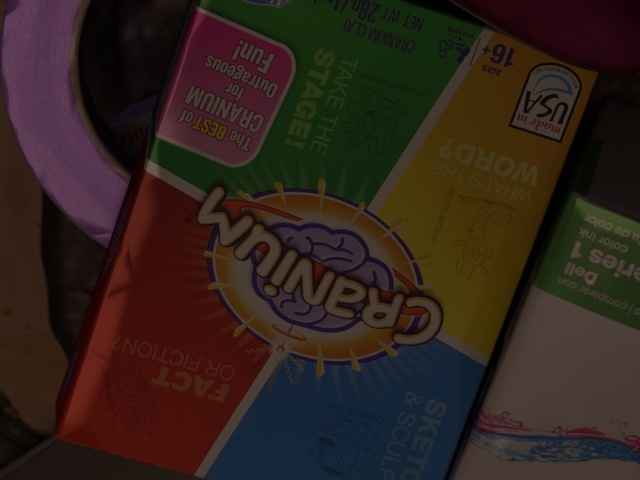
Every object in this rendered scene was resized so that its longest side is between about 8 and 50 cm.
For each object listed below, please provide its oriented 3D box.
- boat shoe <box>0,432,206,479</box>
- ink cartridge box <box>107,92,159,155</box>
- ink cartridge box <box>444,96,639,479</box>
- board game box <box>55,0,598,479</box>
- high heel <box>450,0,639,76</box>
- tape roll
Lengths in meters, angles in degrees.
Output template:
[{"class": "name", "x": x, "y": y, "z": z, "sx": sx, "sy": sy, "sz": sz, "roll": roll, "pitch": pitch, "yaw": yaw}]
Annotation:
[{"class": "boat shoe", "x": -0.178, "y": 0.222, "z": 1.387, "sx": 0.340, "sy": 0.127, "sz": 0.113, "roll": -27, "pitch": 131, "yaw": 14}, {"class": "ink cartridge box", "x": -0.080, "y": -0.044, "z": 1.291, "sx": 0.088, "sy": 0.052, "sz": 0.122, "roll": -19, "pitch": 104, "yaw": 18}, {"class": "ink cartridge box", "x": 0.171, "y": 0.078, "z": 1.194, "sx": 0.117, "sy": 0.201, "sz": 0.278, "roll": 22, "pitch": 114, "yaw": 5}, {"class": "board game box", "x": 0.000, "y": 0.000, "z": 1.145, "sx": 0.242, "sy": 0.064, "sz": 0.316, "roll": 16, "pitch": 103, "yaw": -11}, {"class": "high heel", "x": 0.083, "y": -0.250, "z": 1.017, "sx": 0.377, "sy": 0.127, "sz": 0.181, "roll": 37, "pitch": 120, "yaw": -18}, {"class": "tape roll", "x": -0.061, "y": -0.117, "z": 1.191, "sx": 0.275, "sy": 0.090, "sz": 0.274, "roll": -1, "pitch": 103, "yaw": -7}]
